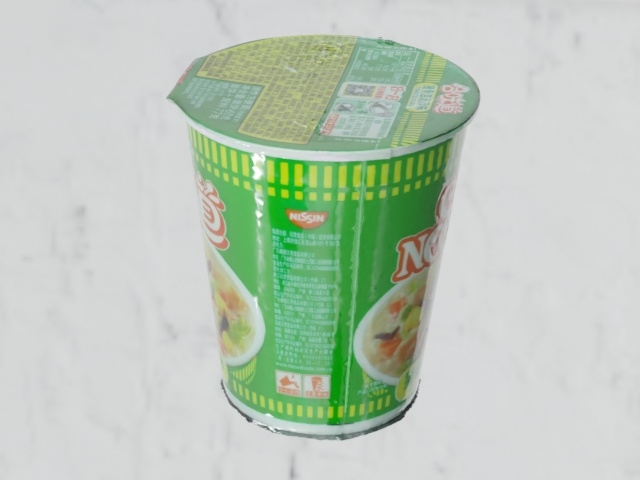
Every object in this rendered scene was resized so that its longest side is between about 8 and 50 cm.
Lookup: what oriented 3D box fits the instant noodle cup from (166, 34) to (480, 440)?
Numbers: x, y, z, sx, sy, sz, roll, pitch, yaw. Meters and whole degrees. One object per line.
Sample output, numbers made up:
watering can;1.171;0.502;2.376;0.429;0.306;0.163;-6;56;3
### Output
instant noodle cup;0.000;0.000;1.225;0.207;0.207;0.233;-73;-14;-60
